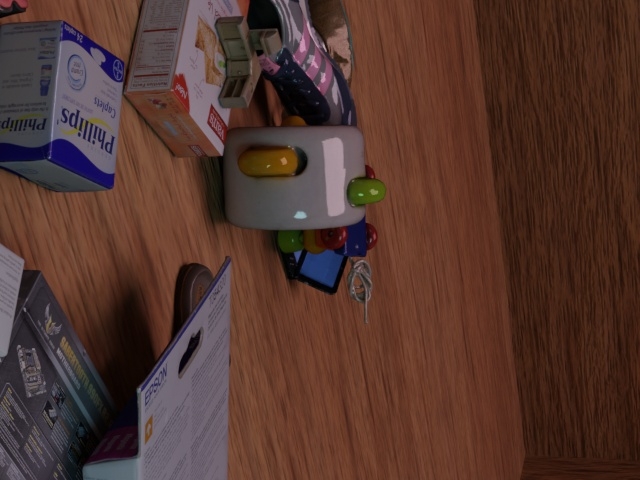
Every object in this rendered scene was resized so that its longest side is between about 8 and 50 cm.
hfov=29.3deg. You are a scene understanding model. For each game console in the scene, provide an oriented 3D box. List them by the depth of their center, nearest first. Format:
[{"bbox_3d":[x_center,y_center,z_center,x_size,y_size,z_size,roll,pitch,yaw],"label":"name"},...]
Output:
[{"bbox_3d":[-0.007,0.007,1.895,0.122,0.071,0.107,-70,153,-47],"label":"game console"}]

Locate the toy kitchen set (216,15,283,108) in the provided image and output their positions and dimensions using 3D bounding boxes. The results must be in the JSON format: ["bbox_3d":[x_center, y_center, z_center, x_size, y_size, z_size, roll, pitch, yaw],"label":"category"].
[{"bbox_3d":[-0.087,-0.214,1.463,0.083,0.068,0.075,72,24,-44],"label":"toy kitchen set"}]

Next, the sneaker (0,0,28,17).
[{"bbox_3d":[-0.337,-0.226,0.919,0.314,0.115,0.136,-38,115,-75],"label":"sneaker"}]

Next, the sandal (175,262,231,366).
[{"bbox_3d":[-0.140,0.137,1.515,0.090,0.060,0.219,25,66,-69],"label":"sandal"}]

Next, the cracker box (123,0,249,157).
[{"bbox_3d":[-0.155,-0.236,1.474,0.156,0.067,0.232,54,40,-60],"label":"cracker box"}]

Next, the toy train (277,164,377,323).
[{"bbox_3d":[0.000,0.000,1.791,0.105,0.143,0.248,4,82,-56],"label":"toy train"}]

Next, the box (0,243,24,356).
[{"bbox_3d":[-0.307,0.038,0.966,0.101,0.101,0.087,52,39,-62],"label":"box"}]

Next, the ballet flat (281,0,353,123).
[{"bbox_3d":[-0.017,-0.221,1.857,0.124,0.116,0.343,-26,119,-48],"label":"ballet flat"}]

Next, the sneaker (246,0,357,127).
[{"bbox_3d":[-0.053,-0.243,1.700,0.319,0.112,0.131,64,37,-22],"label":"sneaker"}]

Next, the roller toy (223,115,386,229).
[{"bbox_3d":[-0.037,-0.093,1.631,0.209,0.191,0.146,-5,96,-29],"label":"roller toy"}]

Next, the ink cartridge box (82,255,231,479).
[{"bbox_3d":[-0.166,0.222,1.303,0.324,0.071,0.330,-62,155,-66],"label":"ink cartridge box"}]

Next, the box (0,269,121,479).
[{"bbox_3d":[-0.271,0.169,1.136,0.231,0.056,0.183,71,24,-43],"label":"box"}]

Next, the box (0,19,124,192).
[{"bbox_3d":[-0.252,-0.126,1.179,0.126,0.072,0.137,30,62,-68],"label":"box"}]
